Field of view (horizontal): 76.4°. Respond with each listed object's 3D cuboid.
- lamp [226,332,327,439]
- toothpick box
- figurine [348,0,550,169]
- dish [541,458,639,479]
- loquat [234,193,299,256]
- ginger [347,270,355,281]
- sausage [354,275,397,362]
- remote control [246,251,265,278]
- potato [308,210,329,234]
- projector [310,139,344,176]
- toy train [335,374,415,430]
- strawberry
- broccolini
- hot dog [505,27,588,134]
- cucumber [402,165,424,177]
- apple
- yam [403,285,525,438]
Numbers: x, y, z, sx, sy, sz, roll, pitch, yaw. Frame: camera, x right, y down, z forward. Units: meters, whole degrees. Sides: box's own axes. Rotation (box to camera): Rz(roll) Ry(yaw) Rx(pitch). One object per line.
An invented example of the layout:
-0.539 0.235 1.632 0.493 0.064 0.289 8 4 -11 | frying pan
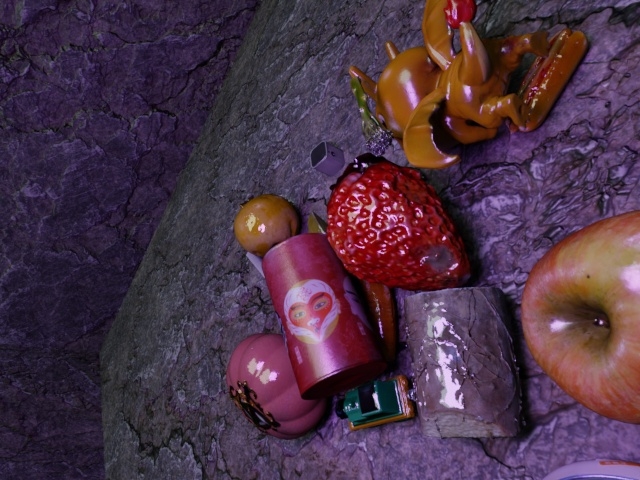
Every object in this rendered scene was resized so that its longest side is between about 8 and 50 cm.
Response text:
-0.109 0.382 1.114 0.305 0.240 0.305 25 134 29 | lamp
-0.001 0.171 0.954 0.204 0.204 0.333 -43 54 32 | toothpick box
0.271 -0.361 0.902 0.387 0.268 0.400 16 110 61 | figurine
0.428 0.388 0.532 0.273 0.134 0.273 14 113 35 | dish
-0.193 -0.059 1.430 0.244 0.244 0.243 -25 55 43 | loquat
-0.007 0.144 1.160 0.294 0.131 0.086 -52 17 4 | ginger
0.141 0.170 1.029 0.103 0.076 0.302 -31 52 40 | sausage
-0.178 0.103 1.442 0.250 0.103 0.034 39 103 51 | remote control
0.000 0.000 1.222 0.081 0.120 0.149 -43 32 14 | potato
0.022 -0.277 1.379 0.083 0.082 0.083 -33 51 39 | projector
0.118 0.368 0.920 0.228 0.136 0.091 -33 51 37 | toy train
0.158 -0.010 0.915 0.292 0.292 0.309 -41 44 33 | strawberry
0.109 -0.287 0.897 0.058 0.067 0.216 -41 52 50 | broccolini
0.468 -0.330 0.861 0.092 0.062 0.235 38 105 48 | hot dog
0.232 -0.185 1.111 0.168 0.039 0.039 25 94 55 | cucumber
0.453 0.099 0.555 0.309 0.250 0.277 150 115 -67 | apple
0.259 0.225 0.773 0.202 0.202 0.271 -25 62 45 | yam
